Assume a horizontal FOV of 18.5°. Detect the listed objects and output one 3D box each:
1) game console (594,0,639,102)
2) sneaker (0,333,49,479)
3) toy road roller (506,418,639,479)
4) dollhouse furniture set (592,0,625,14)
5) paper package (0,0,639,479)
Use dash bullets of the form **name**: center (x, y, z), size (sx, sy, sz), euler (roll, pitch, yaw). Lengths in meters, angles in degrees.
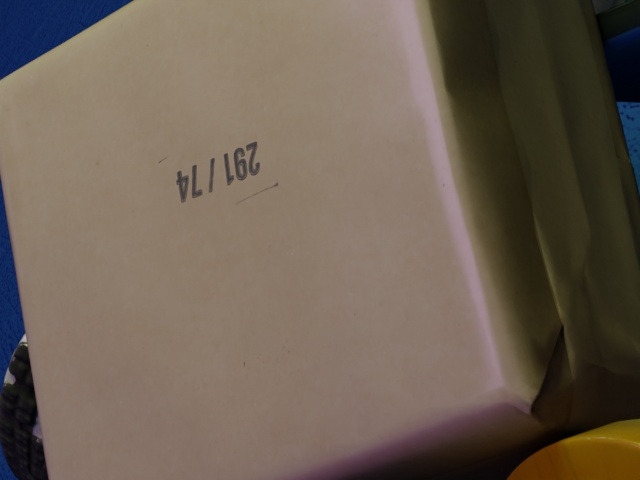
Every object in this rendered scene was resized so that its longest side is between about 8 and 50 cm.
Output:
- **game console**: center (0.272, -0.193, 1.100), size (0.293, 0.250, 0.173), euler (-21, 73, 51)
- **sneaker**: center (-0.120, 0.035, 1.625), size (0.410, 0.158, 0.182), euler (-59, -4, 7)
- **toy road roller**: center (0.171, 0.243, 0.873), size (0.202, 0.240, 0.329), euler (-20, 85, 51)
- **dollhouse furniture set**: center (0.011, -0.083, 1.329), size (0.362, 0.256, 0.394), euler (8, 71, 61)
- **paper package**: center (0.000, 0.000, 1.058), size (0.325, 0.168, 0.309), euler (-24, 68, 36)
